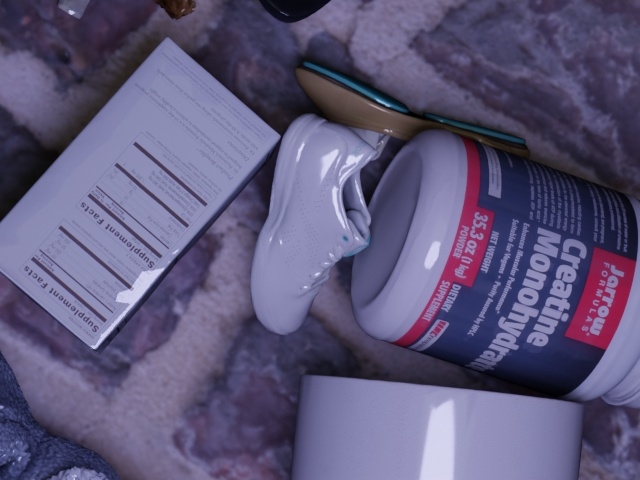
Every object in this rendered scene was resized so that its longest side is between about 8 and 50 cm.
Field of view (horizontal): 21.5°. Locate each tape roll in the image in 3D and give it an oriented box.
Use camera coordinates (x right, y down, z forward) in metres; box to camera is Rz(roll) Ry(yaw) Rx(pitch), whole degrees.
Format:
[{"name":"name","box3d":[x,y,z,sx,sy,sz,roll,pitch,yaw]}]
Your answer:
[{"name":"tape roll","box3d":[0.094,0.209,1.432,0.246,0.246,0.169,7,84,-5]}]

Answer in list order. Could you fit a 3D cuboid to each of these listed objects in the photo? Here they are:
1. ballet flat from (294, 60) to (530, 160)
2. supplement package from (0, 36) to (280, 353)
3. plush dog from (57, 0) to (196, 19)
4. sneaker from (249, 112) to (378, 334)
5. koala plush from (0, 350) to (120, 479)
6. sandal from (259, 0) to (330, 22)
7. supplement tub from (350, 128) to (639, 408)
[{"name":"ballet flat","box3d":[0.077,-0.094,1.544,0.232,0.080,0.073,20,98,-2]},{"name":"supplement package","box3d":[-0.167,-0.035,1.482,0.134,0.139,0.244,41,82,-1]},{"name":"plush dog","box3d":[-0.168,-0.306,1.462,0.262,0.225,0.211,-24,87,-7]},{"name":"sneaker","box3d":[0.000,0.000,1.478,0.094,0.080,0.212,22,120,21]},{"name":"koala plush","box3d":[-0.259,0.205,1.433,0.221,0.196,0.203,24,73,1]},{"name":"sandal","box3d":[0.020,-0.318,1.566,0.097,0.054,0.254,35,83,-1]},{"name":"supplement tub","box3d":[0.180,0.029,1.471,0.272,0.191,0.191,18,83,-14]}]
